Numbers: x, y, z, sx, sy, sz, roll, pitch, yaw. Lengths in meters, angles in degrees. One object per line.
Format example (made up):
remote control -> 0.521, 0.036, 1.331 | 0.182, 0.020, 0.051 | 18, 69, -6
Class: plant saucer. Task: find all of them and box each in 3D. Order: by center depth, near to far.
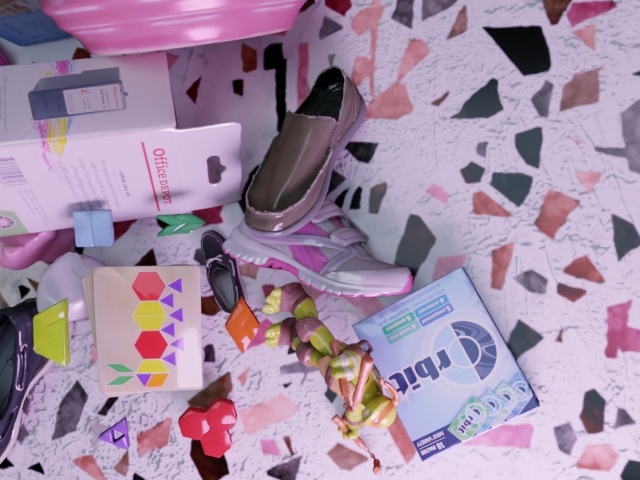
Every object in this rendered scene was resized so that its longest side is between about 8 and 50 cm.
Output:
plant saucer -> -0.162, -0.284, 0.780 | 0.331, 0.332, 0.084 | 0, 111, 17

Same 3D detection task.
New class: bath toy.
bath toy -> -0.421, -0.016, 0.927 | 0.348, 0.129, 0.151 | 45, 63, 10

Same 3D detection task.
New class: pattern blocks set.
pattern blocks set -> -0.225, 0.120, 0.838 | 0.285, 0.026, 0.325 | 8, 99, -7

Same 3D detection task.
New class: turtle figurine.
turtle figurine -> 0.021, 0.143, 0.754 | 0.087, 0.270, 0.217 | -37, 57, -18

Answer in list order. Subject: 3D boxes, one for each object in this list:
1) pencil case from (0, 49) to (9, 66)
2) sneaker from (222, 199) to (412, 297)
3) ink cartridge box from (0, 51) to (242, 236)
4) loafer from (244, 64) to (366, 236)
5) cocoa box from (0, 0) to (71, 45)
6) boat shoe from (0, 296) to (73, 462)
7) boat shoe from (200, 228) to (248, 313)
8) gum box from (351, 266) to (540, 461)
pencil case -> -0.596, -0.316, 1.020 | 0.209, 0.095, 0.098 | 42, 119, 17
sneaker -> 0.000, 0.000, 0.808 | 0.252, 0.103, 0.111 | 19, 93, 16
ink cartridge box -> -0.281, -0.117, 0.805 | 0.353, 0.207, 0.119 | -8, 65, -11
loafer -> -0.025, -0.117, 0.779 | 0.094, 0.087, 0.251 | 13, 59, 23
cocoa box -> -0.435, -0.434, 0.840 | 0.231, 0.347, 0.228 | -3, 85, 19
boat shoe -> -0.494, 0.230, 0.935 | 0.127, 0.113, 0.340 | 40, 98, 15
boat shoe -> -0.137, 0.042, 0.880 | 0.046, 0.038, 0.125 | -21, 81, 14
gum box -> 0.150, 0.149, 0.784 | 0.156, 0.041, 0.185 | -30, 79, 13
